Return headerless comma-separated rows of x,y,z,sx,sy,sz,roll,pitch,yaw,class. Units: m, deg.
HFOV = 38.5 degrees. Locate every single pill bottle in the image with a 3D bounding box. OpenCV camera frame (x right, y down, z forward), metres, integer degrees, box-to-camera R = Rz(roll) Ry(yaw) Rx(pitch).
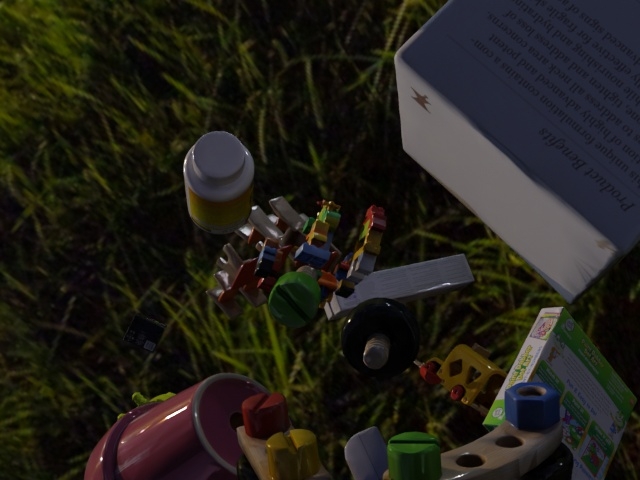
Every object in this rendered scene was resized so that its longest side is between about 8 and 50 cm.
-0.171,-0.099,1.554,0.117,0.215,0.117,2,69,-5,pill bottle

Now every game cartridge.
0.114,0.360,1.032,0.060,0.196,0.294,-25,65,-4,game cartridge

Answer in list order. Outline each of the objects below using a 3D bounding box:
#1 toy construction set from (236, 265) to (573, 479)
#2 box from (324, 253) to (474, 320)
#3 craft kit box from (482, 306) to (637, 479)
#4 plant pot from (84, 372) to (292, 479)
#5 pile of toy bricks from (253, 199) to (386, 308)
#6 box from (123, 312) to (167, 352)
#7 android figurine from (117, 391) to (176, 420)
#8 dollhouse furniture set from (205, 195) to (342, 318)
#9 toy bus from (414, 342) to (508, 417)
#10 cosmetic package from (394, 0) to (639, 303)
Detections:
0.034,0.222,0.612,0.257,0.237,0.309,20,108,1,toy construction set
0.153,0.090,1.810,0.324,0.063,0.067,-11,73,-29,box
0.405,0.283,1.521,0.061,0.250,0.246,-9,38,54,craft kit box
-0.130,0.245,1.003,0.180,0.201,0.201,-46,40,34,plant pot
0.000,0.000,1.061,0.118,0.212,0.105,20,69,-10,pile of toy bricks
-0.322,0.170,1.691,0.052,0.062,0.083,-64,6,-4,box
-0.277,0.408,1.764,0.273,0.056,0.248,43,114,10,android figurine
-0.090,0.041,1.987,0.135,0.262,0.259,46,42,19,dollhouse furniture set
0.277,0.245,1.709,0.202,0.191,0.104,35,92,12,toy bus
0.341,-0.192,1.112,0.393,0.327,0.329,-44,76,-4,cosmetic package
